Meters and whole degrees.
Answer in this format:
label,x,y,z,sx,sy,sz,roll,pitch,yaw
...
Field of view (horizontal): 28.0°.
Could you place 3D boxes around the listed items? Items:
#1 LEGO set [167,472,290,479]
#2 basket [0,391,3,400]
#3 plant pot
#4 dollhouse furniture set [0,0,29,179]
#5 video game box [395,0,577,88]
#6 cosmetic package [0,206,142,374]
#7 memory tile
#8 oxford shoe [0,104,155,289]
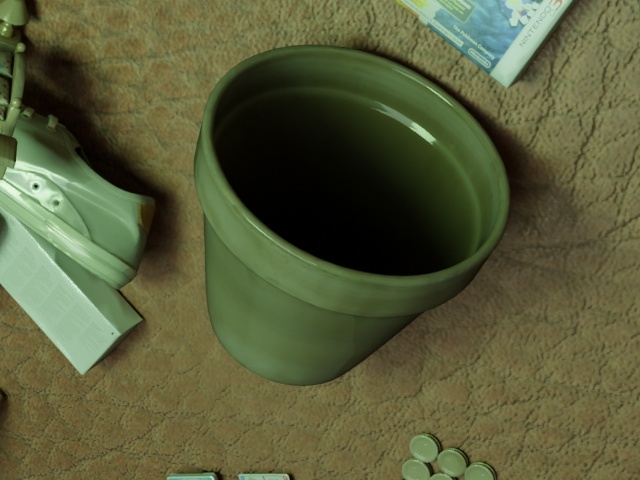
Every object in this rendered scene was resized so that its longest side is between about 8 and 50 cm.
label,x,y,z,sx,sy,sz,roll,pitch,yaw
LEGO set,-0.082,0.393,1.680,0.244,0.060,0.182,-6,110,28
basket,-0.637,0.226,1.758,0.299,0.213,0.223,37,98,8
plant pot,0.000,0.000,1.369,0.323,0.323,0.280,36,137,10
dollhouse furniture set,-0.467,-0.269,1.436,0.303,0.355,0.173,15,124,-22
video game box,0.169,-0.288,1.301,0.205,0.048,0.187,39,119,8
cosmetic package,-0.349,0.051,1.678,0.239,0.060,0.099,48,124,3
memory tile,0.145,0.312,1.561,0.113,0.012,0.148,25,118,16
oxford shoe,-0.385,-0.114,1.570,0.449,0.169,0.130,35,84,3
